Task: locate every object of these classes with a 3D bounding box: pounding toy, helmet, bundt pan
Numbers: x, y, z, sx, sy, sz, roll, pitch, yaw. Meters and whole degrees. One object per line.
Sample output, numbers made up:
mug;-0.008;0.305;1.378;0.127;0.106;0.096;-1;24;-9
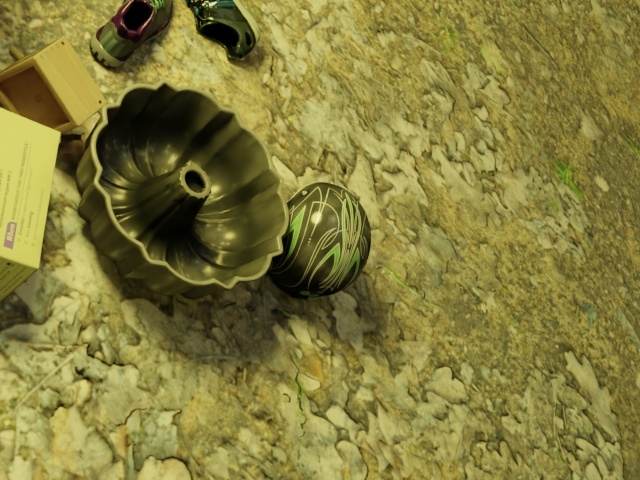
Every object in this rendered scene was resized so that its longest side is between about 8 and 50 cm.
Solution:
pounding toy;-0.388;-0.218;1.661;0.130;0.141;0.100;60;41;-18
helmet;0.000;0.000;1.837;0.169;0.161;0.169;22;53;-31
bundt pan;-0.211;-0.060;1.714;0.330;0.124;0.331;21;54;-31

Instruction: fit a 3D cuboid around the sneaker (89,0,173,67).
sneaker;-0.271;-0.358;1.857;0.083;0.098;0.224;41;45;-16

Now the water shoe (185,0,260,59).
water shoe;-0.184;-0.390;1.973;0.203;0.073;0.080;43;47;-13

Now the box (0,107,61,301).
box;-0.473;-0.070;1.492;0.243;0.117;0.214;23;53;-32
